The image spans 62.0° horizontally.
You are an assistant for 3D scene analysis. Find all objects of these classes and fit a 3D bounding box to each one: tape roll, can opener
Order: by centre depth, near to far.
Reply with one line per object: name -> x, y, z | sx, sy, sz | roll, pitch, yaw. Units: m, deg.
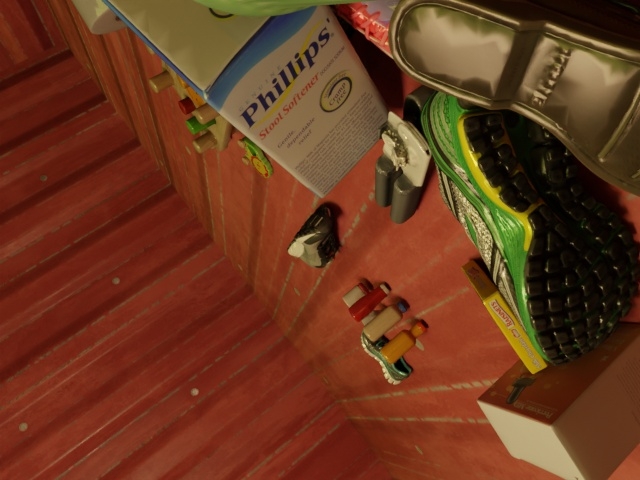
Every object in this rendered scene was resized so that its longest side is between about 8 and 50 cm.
can opener -> 0.121, -0.097, 0.724 | 0.074, 0.093, 0.280 | 52, 171, 15
tape roll -> -0.357, -0.478, 1.009 | 0.072, 0.219, 0.219 | 60, 162, -16

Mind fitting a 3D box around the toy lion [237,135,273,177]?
toy lion -> -0.156, -0.202, 1.317 | 0.096, 0.034, 0.100 | 38, 156, 25

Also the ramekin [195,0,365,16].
ramekin -> -0.001, -0.295, 0.322 | 0.148, 0.303, 0.303 | 27, 149, 42

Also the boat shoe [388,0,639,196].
boat shoe -> 0.208, -0.131, 0.395 | 0.307, 0.104, 0.110 | 31, 149, 7

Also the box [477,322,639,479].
box -> 0.296, 0.178, 0.615 | 0.091, 0.170, 0.130 | 57, 161, -7

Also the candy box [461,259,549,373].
candy box -> 0.235, 0.090, 0.701 | 0.105, 0.027, 0.206 | 53, -169, -1

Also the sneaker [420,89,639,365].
sneaker -> 0.217, -0.024, 0.565 | 0.343, 0.134, 0.146 | 65, 172, -14

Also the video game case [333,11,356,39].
video game case -> -0.021, -0.347, 0.709 | 0.196, 0.026, 0.274 | 55, 163, -3

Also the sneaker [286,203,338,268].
sneaker -> 0.000, 0.000, 1.201 | 0.108, 0.100, 0.271 | 39, 165, 2

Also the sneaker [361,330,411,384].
sneaker -> 0.171, 0.283, 1.340 | 0.166, 0.065, 0.076 | 52, 146, -1

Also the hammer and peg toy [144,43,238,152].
hammer and peg toy -> -0.303, -0.342, 1.267 | 0.266, 0.127, 0.361 | 55, 162, -1

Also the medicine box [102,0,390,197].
medicine box -> -0.082, -0.223, 0.649 | 0.263, 0.149, 0.289 | 45, -174, 27

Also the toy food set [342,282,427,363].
toy food set -> 0.132, 0.153, 1.170 | 0.111, 0.104, 0.232 | 47, -175, -24

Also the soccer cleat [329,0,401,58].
soccer cleat -> 0.033, -0.255, 0.551 | 0.248, 0.095, 0.083 | 47, 146, 10
